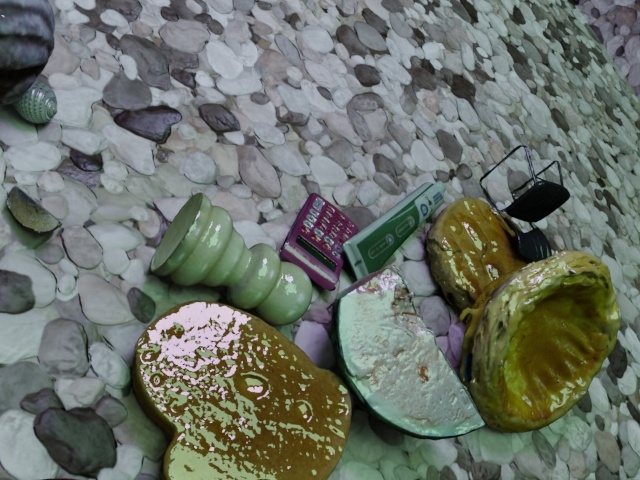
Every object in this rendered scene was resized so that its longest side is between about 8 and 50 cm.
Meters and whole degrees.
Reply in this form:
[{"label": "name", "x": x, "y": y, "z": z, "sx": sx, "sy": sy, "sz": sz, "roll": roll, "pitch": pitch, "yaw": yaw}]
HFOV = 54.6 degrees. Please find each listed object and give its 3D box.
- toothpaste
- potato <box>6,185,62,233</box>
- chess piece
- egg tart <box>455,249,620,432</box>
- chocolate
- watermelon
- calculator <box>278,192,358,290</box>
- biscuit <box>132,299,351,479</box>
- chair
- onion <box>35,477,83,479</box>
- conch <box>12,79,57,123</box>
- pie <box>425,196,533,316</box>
[{"label": "toothpaste", "x": 0.169, "y": -0.037, "z": 1.300, "sx": 0.392, "sy": 0.061, "sz": 0.098, "roll": -38, "pitch": 110, "yaw": -42}, {"label": "potato", "x": -0.411, "y": -0.035, "z": 0.893, "sx": 0.093, "sy": 0.036, "sz": 0.037, "roll": 37, "pitch": 83, "yaw": 11}, {"label": "chess piece", "x": -0.125, "y": 0.050, "z": 0.990, "sx": 0.251, "sy": 0.144, "sz": 0.144, "roll": 34, "pitch": 48, "yaw": -24}, {"label": "egg tart", "x": 0.414, "y": 0.184, "z": 1.213, "sx": 0.388, "sy": 0.387, "sz": 0.169, "roll": 14, "pitch": 12, "yaw": -30}, {"label": "chocolate", "x": -0.487, "y": -0.278, "z": 0.834, "sx": 0.213, "sy": 0.303, "sz": 0.303, "roll": 44, "pitch": 44, "yaw": -33}, {"label": "watermelon", "x": 0.131, "y": 0.205, "z": 1.031, "sx": 0.305, "sy": 0.180, "sz": 0.224, "roll": 58, "pitch": 25, "yaw": 0}, {"label": "calculator", "x": 0.000, "y": 0.000, "z": 1.172, "sx": 0.127, "sy": 0.034, "sz": 0.190, "roll": 38, "pitch": 42, "yaw": -11}, {"label": "biscuit", "x": -0.123, "y": 0.246, "z": 0.894, "sx": 0.344, "sy": 0.057, "sz": 0.287, "roll": 32, "pitch": 49, "yaw": -5}, {"label": "chair", "x": 0.487, "y": -0.079, "z": 1.412, "sx": 0.140, "sy": 0.145, "sz": 0.221, "roll": 14, "pitch": 49, "yaw": -33}, {"label": "onion", "x": -0.260, "y": 0.372, "z": 0.595, "sx": 0.276, "sy": 0.276, "sz": 0.276, "roll": 18, "pitch": 55, "yaw": -27}, {"label": "conch", "x": -0.446, "y": -0.223, "z": 0.963, "sx": 0.085, "sy": 0.056, "sz": 0.076, "roll": 37, "pitch": 35, "yaw": -14}, {"label": "pie", "x": 0.374, "y": 0.051, "z": 1.387, "sx": 0.340, "sy": 0.083, "sz": 0.339, "roll": 20, "pitch": 51, "yaw": -27}]
